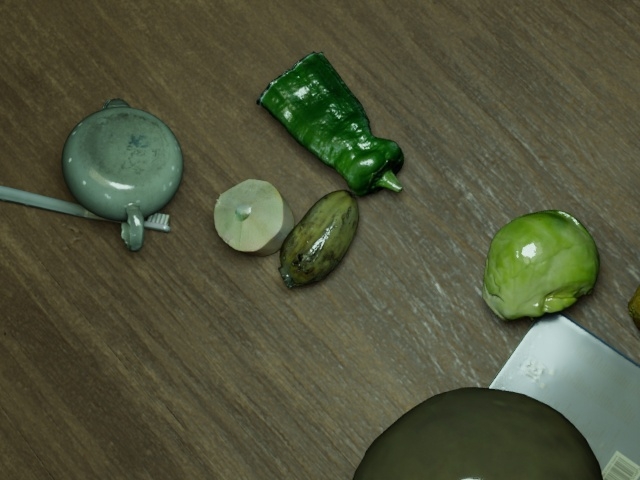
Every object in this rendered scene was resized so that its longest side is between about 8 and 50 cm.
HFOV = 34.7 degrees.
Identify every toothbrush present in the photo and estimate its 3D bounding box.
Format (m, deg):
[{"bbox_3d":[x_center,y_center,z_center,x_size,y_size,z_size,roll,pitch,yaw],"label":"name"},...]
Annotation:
[{"bbox_3d":[-0.411,-0.056,1.723,0.342,0.025,0.030,10,74,12],"label":"toothbrush"}]

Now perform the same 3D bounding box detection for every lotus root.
[{"bbox_3d":[0.000,0.000,1.604,0.089,0.080,0.179,35,83,29],"label":"lotus root"}]

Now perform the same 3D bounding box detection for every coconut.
[{"bbox_3d":[-0.107,-0.036,1.610,0.116,0.122,0.116,-2,79,10],"label":"coconut"}]

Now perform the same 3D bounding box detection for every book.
[{"bbox_3d":[0.393,0.245,1.509,0.269,0.025,0.191,35,86,15],"label":"book"}]

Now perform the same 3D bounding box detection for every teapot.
[{"bbox_3d":[-0.319,-0.119,1.651,0.193,0.129,0.295,-5,68,-19],"label":"teapot"}]

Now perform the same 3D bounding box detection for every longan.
[{"bbox_3d":[0.217,0.395,1.360,0.404,0.336,0.405,4,82,-26],"label":"longan"}]

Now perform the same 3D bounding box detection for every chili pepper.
[{"bbox_3d":[0.035,-0.169,1.620,0.136,0.099,0.270,-31,73,-33],"label":"chili pepper"}]

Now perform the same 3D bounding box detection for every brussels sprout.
[{"bbox_3d":[0.317,0.032,1.516,0.183,0.131,0.146,-24,98,6],"label":"brussels sprout"}]

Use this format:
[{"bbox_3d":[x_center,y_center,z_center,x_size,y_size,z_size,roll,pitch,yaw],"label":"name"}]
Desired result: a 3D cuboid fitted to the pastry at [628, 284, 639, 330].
[{"bbox_3d":[0.500,0.096,1.484,0.109,0.057,0.097,-3,45,30],"label":"pastry"}]
